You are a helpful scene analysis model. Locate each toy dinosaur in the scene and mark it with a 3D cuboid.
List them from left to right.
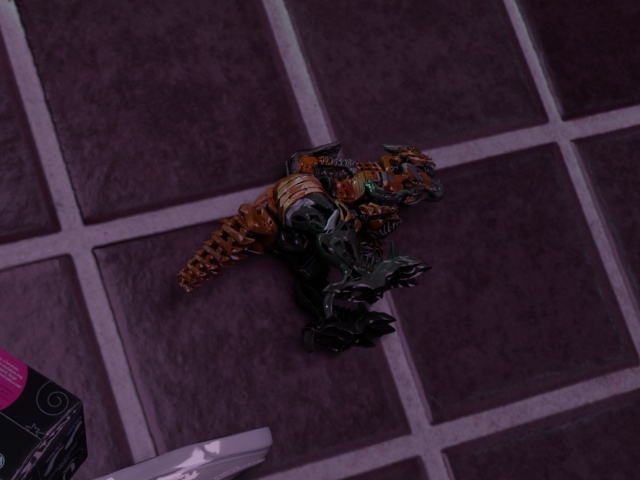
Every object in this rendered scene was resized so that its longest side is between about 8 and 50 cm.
[{"bbox_3d":[0.000,0.000,1.766,0.322,0.164,0.218,-28,68,-8],"label":"toy dinosaur"}]

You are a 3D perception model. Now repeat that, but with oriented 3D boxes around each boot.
[{"bbox_3d":[-0.155,0.278,1.627,0.258,0.095,0.123,-18,85,-16],"label":"boot"}]

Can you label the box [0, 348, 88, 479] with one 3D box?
[{"bbox_3d":[-0.362,0.174,1.520,0.247,0.142,0.163,31,64,12],"label":"box"}]
